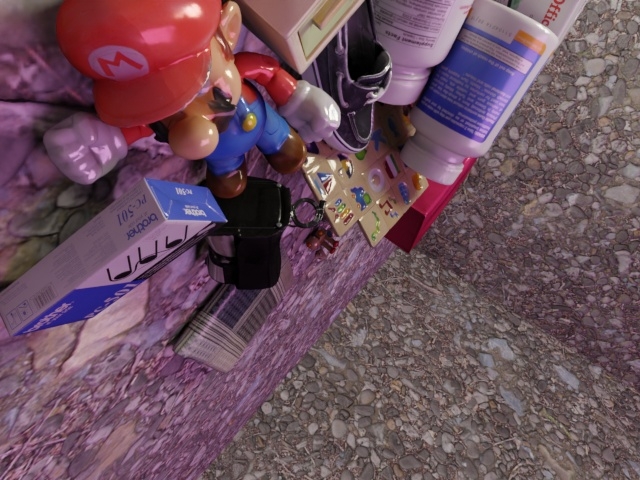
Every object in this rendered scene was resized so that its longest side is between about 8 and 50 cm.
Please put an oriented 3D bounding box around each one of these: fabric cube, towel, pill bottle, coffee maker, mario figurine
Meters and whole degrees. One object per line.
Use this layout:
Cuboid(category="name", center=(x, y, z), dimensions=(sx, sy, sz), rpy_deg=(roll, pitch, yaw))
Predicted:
Cuboid(category="fabric cube", center=(0.197, -0.171, 1.021), dimensions=(0.258, 0.259, 0.254), rpy_deg=(-50, 166, -13))
Cuboid(category="towel", center=(-0.178, 0.150, 0.970), dimensions=(0.312, 0.056, 0.324), rpy_deg=(-54, 164, -18))
Cuboid(category="pill bottle", center=(0.246, -0.236, 0.719), dimensions=(0.152, 0.152, 0.271), rpy_deg=(-31, 153, -59))
Cuboid(category="pill bottle", center=(0.136, -0.354, 0.612), dimensions=(0.160, 0.160, 0.282), rpy_deg=(-43, 162, -41))
Cuboid(category="coffee maker", center=(-0.095, 0.001, 0.640), dimensions=(0.178, 0.172, 0.120), rpy_deg=(101, 11, -61))
Cuboid(category="mario figurine", center=(-0.102, -0.099, 0.399), dimensions=(0.198, 0.170, 0.320), rpy_deg=(-58, 168, -1))

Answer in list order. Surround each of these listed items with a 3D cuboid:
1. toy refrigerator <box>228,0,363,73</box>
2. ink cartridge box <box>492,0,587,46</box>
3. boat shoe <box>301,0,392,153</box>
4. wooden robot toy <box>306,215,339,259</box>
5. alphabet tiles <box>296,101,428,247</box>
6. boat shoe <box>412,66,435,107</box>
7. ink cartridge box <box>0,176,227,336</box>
Cuboid(category="toy refrigerator", center=(0.037, -0.290, 0.380), dimensions=(0.269, 0.094, 0.102), rpy_deg=(-48, 180, 5))
Cuboid(category="ink cartridge box", center=(0.311, -0.445, 0.739), dimensions=(0.117, 0.278, 0.201), rpy_deg=(-54, 165, -8))
Cuboid(category="boat shoe", center=(0.045, -0.224, 0.569), dimensions=(0.108, 0.102, 0.301), rpy_deg=(-59, 151, -23))
Cuboid(category="wooden robot toy", center=(0.000, 0.000, 1.152), dimensions=(0.079, 0.076, 0.173), rpy_deg=(-25, 148, -43))
Cuboid(category="alphabet tiles", center=(0.085, -0.167, 0.750), dimensions=(0.011, 0.284, 0.342), rpy_deg=(-10, -154, 47))
Cuboid(category="boat shoe", center=(0.213, -0.342, 0.799), dimensions=(0.091, 0.115, 0.302), rpy_deg=(-86, 163, -46))
Cuboid(category="ink cartridge box", center=(-0.202, 0.019, 0.418), dimensions=(0.207, 0.046, 0.097), rpy_deg=(-33, 172, 16))
